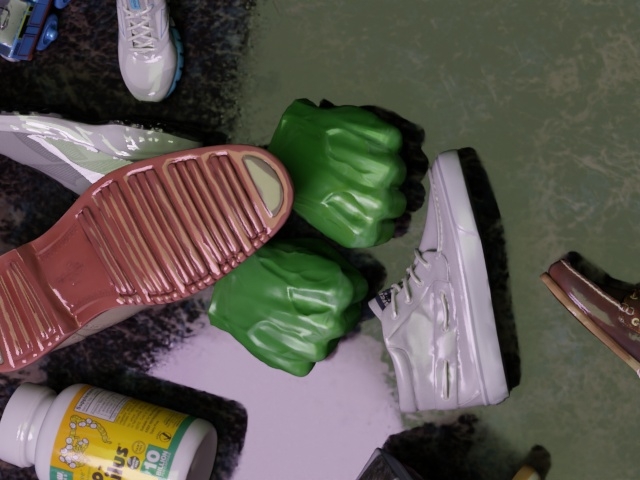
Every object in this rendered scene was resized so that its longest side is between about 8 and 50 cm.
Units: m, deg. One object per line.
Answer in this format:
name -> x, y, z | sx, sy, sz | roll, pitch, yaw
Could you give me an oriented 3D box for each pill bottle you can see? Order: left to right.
pill bottle -> -0.223, 0.216, 1.781 | 0.208, 0.117, 0.118 | 16, 98, 12

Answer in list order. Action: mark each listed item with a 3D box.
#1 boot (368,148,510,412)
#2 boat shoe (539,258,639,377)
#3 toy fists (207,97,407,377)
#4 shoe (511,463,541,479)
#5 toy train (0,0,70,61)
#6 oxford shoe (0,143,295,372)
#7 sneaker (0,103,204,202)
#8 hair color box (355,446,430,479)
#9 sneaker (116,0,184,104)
boot -> 0.106, 0.046, 1.700 | 0.123, 0.095, 0.258 | -10, 93, 7
boat shoe -> 0.308, 0.084, 1.671 | 0.207, 0.073, 0.073 | 42, 100, 0
toy fists -> 0.000, 0.000, 1.724 | 0.142, 0.096, 0.279 | 27, 100, 26
shoe -> 0.181, 0.325, 1.717 | 0.058, 0.076, 0.219 | 25, 108, 12
toy train -> -0.298, -0.271, 1.768 | 0.080, 0.105, 0.184 | 25, 100, 10
oxford shoe -> -0.185, 0.004, 1.725 | 0.397, 0.146, 0.140 | -23, 89, 23
sneaker -> -0.258, -0.084, 1.778 | 0.271, 0.100, 0.108 | 10, 102, 12
hair color box -> 0.009, 0.399, 1.661 | 0.113, 0.185, 0.374 | 34, 90, -8
sneaker -> -0.184, -0.234, 1.756 | 0.071, 0.083, 0.191 | -1, 95, 12
